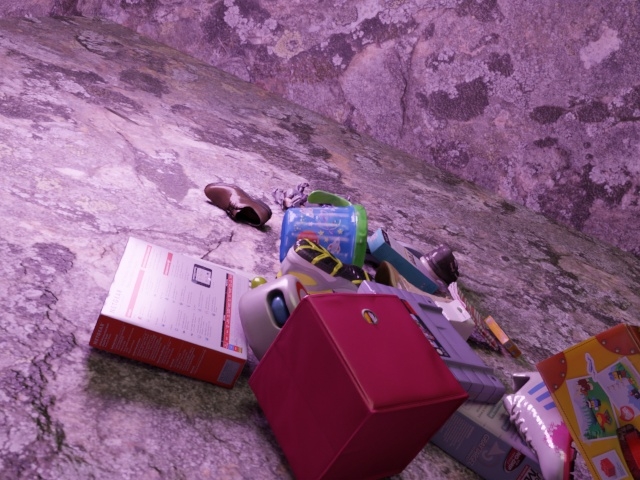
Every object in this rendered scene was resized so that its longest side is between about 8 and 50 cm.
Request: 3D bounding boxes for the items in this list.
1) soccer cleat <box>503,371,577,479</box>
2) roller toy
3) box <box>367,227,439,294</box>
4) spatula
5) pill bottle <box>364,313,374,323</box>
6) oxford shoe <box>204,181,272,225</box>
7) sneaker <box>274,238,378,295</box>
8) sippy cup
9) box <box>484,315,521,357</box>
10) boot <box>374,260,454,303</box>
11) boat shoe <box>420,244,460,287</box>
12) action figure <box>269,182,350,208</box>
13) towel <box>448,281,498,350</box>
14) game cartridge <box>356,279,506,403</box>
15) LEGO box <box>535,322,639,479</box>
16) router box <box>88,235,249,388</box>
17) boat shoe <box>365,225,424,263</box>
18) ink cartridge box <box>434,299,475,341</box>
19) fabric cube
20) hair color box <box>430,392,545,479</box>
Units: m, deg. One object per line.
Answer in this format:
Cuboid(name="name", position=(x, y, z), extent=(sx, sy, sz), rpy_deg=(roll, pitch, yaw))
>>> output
Cuboid(name="soccer cleat", position=(0.444, 0.382, 1.387), extent=(0.143, 0.116, 0.331), rpy_deg=(4, 23, 16))
Cuboid(name="roller toy", position=(-0.074, 0.179, 1.467), extent=(0.191, 0.146, 0.209), rpy_deg=(-93, 158, -71))
Cuboid(name="box", position=(0.257, 0.071, 2.107), extent=(0.244, 0.060, 0.100), rpy_deg=(38, 18, -19))
Cuboid(name="spatula", position=(-0.247, 0.095, 1.731), extent=(0.242, 0.019, 0.168), rpy_deg=(19, 22, -18))
Cuboid(name="pill bottle", position=(0.072, 0.228, 1.597), extent=(0.136, 0.136, 0.246), rpy_deg=(20, 23, -7))
Cuboid(name="oxford shoe", position=(-0.265, -0.113, 2.109), extent=(0.227, 0.083, 0.096), rpy_deg=(24, 27, 5))
Cuboid(name="sneaker", position=(0.046, 0.140, 1.782), extent=(0.384, 0.147, 0.145), rpy_deg=(34, 19, -25))
Cuboid(name="sippy cup", position=(0.000, 0.000, 1.948), extent=(0.224, 0.240, 0.305), rpy_deg=(7, 16, -9))
Cuboid(name="box", position=(0.537, 0.280, 2.014), extent=(0.081, 0.028, 0.136), rpy_deg=(43, 9, -31))
Cuboid(name="boot", position=(0.278, 0.166, 1.976), extent=(0.203, 0.095, 0.262), rpy_deg=(12, 27, -23))
Cuboid(name="boat shoe", position=(0.407, 0.078, 2.172), extent=(0.112, 0.095, 0.335), rpy_deg=(59, 14, 16))
Cuboid(name="action figure", position=(-0.043, -0.139, 2.353), extent=(0.285, 0.099, 0.185), rpy_deg=(16, 29, -7))
Cuboid(name="towel", position=(0.451, 0.222, 1.988), extent=(0.197, 0.029, 0.144), rpy_deg=(47, 14, -26))
Cuboid(name="game cartridge", position=(0.243, 0.222, 1.552), extent=(0.230, 0.068, 0.355), rpy_deg=(20, 21, -33))
Cuboid(name="LEGO box", position=(0.666, 0.424, 1.303), extent=(0.372, 0.193, 0.500), rpy_deg=(13, 49, -54))
Cuboid(name="router box", position=(-0.309, 0.145, 1.472), extent=(0.301, 0.082, 0.335), rpy_deg=(21, 23, -14))
Cuboid(name="boat shoe", position=(0.192, 0.018, 2.203), extent=(0.306, 0.113, 0.105), rpy_deg=(9, 39, -9))
Cuboid(name="ink cartridge box", position=(0.339, 0.234, 1.821), extent=(0.090, 0.143, 0.092), rpy_deg=(12, 25, -25))
Cuboid(name="fabric cube", position=(0.063, 0.279, 1.276), extent=(0.254, 0.259, 0.258), rpy_deg=(4, 40, -39))
Cuboid(name="hair color box", position=(0.342, 0.399, 1.505), extent=(0.374, 0.113, 0.185), rpy_deg=(31, 25, 20))
